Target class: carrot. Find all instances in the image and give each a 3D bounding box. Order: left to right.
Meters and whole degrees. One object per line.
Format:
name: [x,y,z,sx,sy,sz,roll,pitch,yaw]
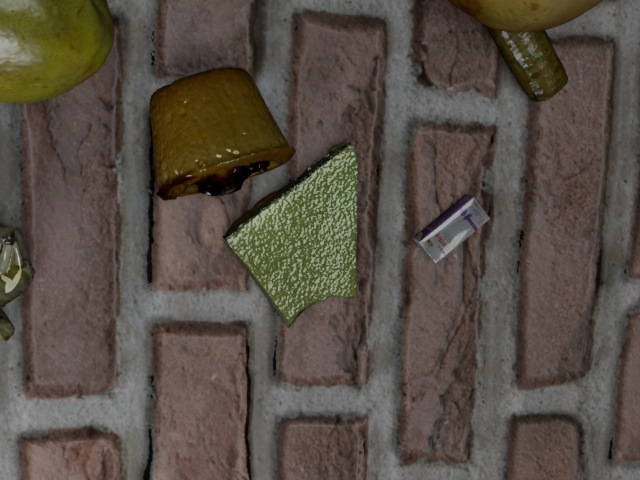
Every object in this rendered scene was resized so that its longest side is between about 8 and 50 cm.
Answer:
carrot: [0.320,-0.306,1.954,0.082,0.082,0.173,-34,111,-6]

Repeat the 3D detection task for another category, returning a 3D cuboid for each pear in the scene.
pear: [-0.435,-0.329,1.664,0.304,0.304,0.303,-2,99,-13]

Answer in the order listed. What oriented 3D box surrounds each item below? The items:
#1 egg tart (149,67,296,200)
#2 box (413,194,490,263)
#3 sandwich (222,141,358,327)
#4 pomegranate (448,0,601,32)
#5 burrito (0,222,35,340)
egg tart: [-0.152,-0.150,1.814,0.215,0.215,0.170,-16,86,-10]
box: [0.209,-0.019,1.994,0.117,0.036,0.050,-38,105,-4]
sandwich: [0.000,0.000,1.939,0.245,0.063,0.212,-37,109,-5]
pomegranate: [0.317,-0.499,1.760,0.417,0.416,0.416,-2,99,-13]
burrito: [-0.577,0.022,1.764,0.332,0.135,0.190,13,104,-18]
